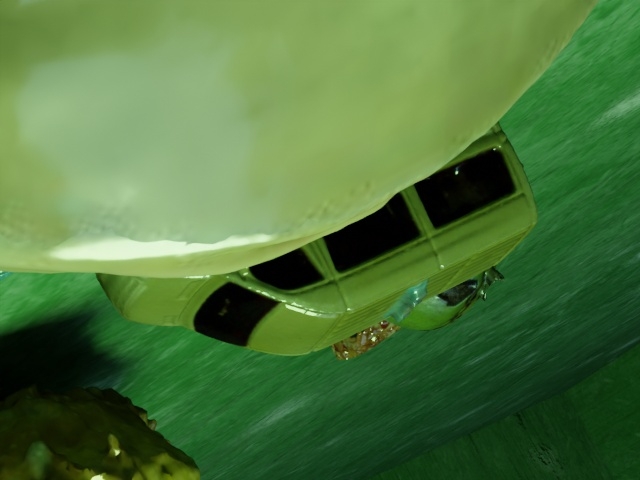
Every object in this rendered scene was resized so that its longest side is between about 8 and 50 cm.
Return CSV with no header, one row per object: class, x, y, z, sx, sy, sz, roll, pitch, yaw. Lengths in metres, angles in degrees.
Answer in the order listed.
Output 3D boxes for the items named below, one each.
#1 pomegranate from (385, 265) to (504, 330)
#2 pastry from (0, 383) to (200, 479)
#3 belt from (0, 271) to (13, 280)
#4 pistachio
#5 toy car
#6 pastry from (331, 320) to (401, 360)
pomegranate,0.054,0.001,1.364,0.161,0.122,0.122,7,180,20
pastry,-0.233,0.256,1.317,0.337,0.292,0.405,-16,176,-7
belt,-0.119,-0.036,0.901,0.100,0.065,0.179,-6,158,-42
pistachio,-0.018,-0.113,0.444,0.318,0.214,0.193,-35,172,-35
toy car,0.000,0.000,1.153,0.256,0.124,0.101,-24,166,-25
pastry,0.071,0.035,1.632,0.169,0.063,0.087,-35,177,5
